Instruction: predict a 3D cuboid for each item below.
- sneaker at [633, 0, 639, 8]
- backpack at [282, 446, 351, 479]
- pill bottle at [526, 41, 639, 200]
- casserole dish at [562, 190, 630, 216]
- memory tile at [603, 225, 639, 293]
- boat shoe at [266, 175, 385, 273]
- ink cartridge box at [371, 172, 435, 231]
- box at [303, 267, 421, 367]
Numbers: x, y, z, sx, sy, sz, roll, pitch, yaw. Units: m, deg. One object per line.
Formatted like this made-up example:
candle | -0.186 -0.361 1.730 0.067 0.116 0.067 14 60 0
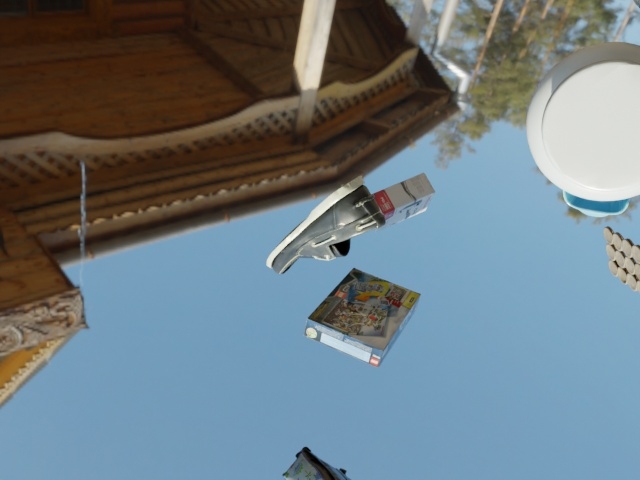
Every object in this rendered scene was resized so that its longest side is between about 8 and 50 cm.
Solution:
sneaker | 0.451 -0.227 0.823 0.094 0.080 0.212 -37 -93 -17
backpack | 0.007 0.352 0.932 0.105 0.084 0.114 39 172 -29
pill bottle | 0.340 -0.143 0.824 0.176 0.176 0.318 24 -161 14
casserole dish | 0.481 -0.122 1.189 0.114 0.188 0.037 13 -131 26
memory tile | 0.588 0.040 1.324 0.012 0.113 0.148 -18 -160 0
boat shoe | 0.000 0.000 0.964 0.079 0.233 0.084 51 -134 -2
ink cartridge box | 0.175 -0.083 1.521 0.135 0.099 0.056 -23 -109 -14
box | 0.089 0.148 1.387 0.159 0.044 0.233 21 -149 18
